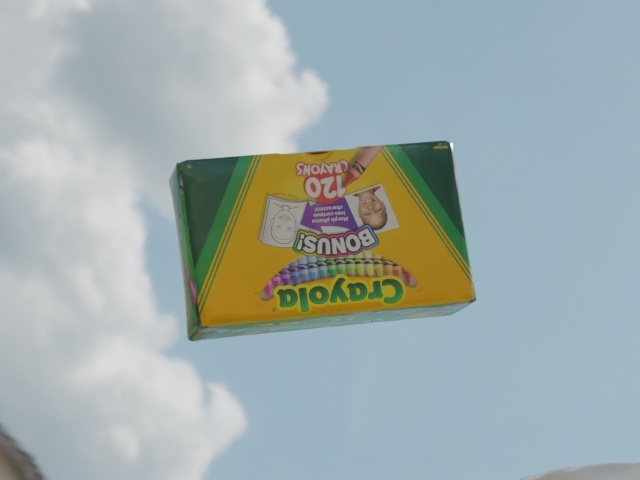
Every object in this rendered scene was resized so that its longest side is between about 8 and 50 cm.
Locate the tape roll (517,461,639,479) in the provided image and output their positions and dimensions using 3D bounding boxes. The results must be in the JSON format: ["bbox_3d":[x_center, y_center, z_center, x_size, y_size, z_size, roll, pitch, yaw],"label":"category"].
[{"bbox_3d":[0.211,0.252,1.101,0.286,0.100,0.286,6,-37,5],"label":"tape roll"}]

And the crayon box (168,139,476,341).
[{"bbox_3d":[0.000,0.000,1.740,0.278,0.165,0.081,-5,-12,-14],"label":"crayon box"}]
